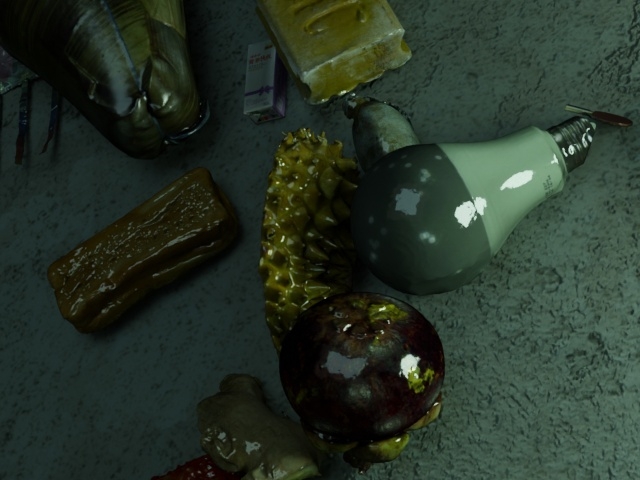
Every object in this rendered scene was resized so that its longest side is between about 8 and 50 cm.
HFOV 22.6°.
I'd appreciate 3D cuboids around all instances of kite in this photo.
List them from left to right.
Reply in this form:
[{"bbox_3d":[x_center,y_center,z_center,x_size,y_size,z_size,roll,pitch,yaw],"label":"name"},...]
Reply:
[{"bbox_3d":[-0.457,-0.258,2.471,0.204,0.022,0.360,-13,55,23],"label":"kite"}]

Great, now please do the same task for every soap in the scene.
[{"bbox_3d":[0.000,-0.317,2.188,0.160,0.080,0.257,-26,54,-3],"label":"soap"}]

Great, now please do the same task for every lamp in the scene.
[{"bbox_3d":[0.185,-0.042,1.926,0.314,0.182,0.182,-16,50,-19],"label":"lamp"}]

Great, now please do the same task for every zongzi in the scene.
[{"bbox_3d":[-0.222,-0.351,2.297,0.432,0.208,0.403,-41,56,-11],"label":"zongzi"}]

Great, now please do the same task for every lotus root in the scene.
[{"bbox_3d":[0.082,-0.131,2.049,0.088,0.088,0.165,-34,52,10],"label":"lotus root"}]

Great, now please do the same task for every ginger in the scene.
[{"bbox_3d":[-0.087,0.228,1.929,0.213,0.137,0.074,47,128,39],"label":"ginger"}]

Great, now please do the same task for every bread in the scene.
[{"bbox_3d":[-0.241,0.012,2.162,0.271,0.077,0.139,-35,49,7],"label":"bread"}]

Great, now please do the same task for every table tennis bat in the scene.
[{"bbox_3d":[0.337,-0.151,1.936,0.083,0.050,0.007,17,109,18],"label":"table tennis bat"}]

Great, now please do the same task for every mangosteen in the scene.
[{"bbox_3d":[0.049,0.170,1.855,0.192,0.217,0.192,-2,33,1],"label":"mangosteen"}]

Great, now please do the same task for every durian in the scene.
[{"bbox_3d":[-0.001,0.001,1.974,0.112,0.191,0.341,4,64,15],"label":"durian"}]

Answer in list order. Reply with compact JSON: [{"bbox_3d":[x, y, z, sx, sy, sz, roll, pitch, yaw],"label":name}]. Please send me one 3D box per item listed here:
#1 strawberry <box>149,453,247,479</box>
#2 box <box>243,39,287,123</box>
[{"bbox_3d":[-0.161,0.327,1.925,0.236,0.107,0.175,-22,55,18],"label":"strawberry"},{"bbox_3d":[-0.075,-0.222,2.222,0.050,0.036,0.117,-10,59,25],"label":"box"}]
